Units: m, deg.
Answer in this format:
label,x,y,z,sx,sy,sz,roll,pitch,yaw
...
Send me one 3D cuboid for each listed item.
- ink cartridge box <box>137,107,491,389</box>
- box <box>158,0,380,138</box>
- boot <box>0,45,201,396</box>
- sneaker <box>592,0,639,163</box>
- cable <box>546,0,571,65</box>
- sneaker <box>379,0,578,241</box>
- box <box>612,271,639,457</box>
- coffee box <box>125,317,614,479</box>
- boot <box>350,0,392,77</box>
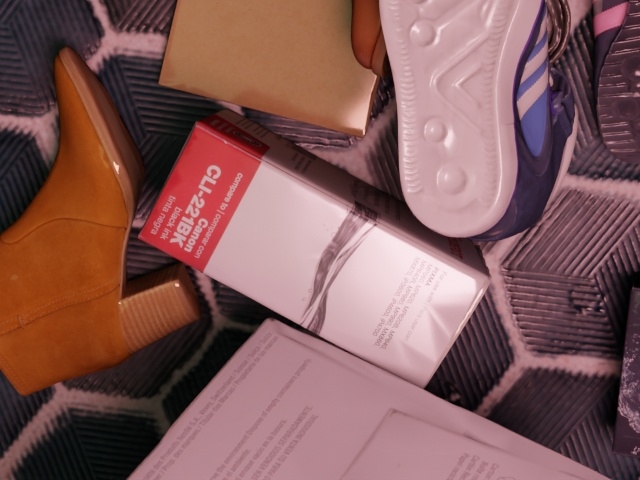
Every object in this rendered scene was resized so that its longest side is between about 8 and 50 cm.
label,x,y,z,sx,sy,sz,roll,pitch,yaw
ink cartridge box,0.000,0.000,1.129,0.273,0.197,0.114,28,100,-1
box,-0.035,-0.198,1.189,0.201,0.021,0.164,15,99,0
boot,-0.258,-0.010,1.188,0.211,0.104,0.295,-20,101,6
sneaker,0.292,-0.228,1.132,0.112,0.131,0.319,-1,121,1
cable,0.177,-0.300,1.136,0.140,0.072,0.287,6,99,1
sneaker,0.146,-0.161,1.090,0.130,0.236,0.322,3,96,23
box,0.354,0.121,1.167,0.156,0.093,0.158,7,99,15
coffee box,0.011,0.337,1.006,0.338,0.337,0.334,23,136,22
boot,-0.013,-0.289,1.119,0.220,0.109,0.283,6,90,7
